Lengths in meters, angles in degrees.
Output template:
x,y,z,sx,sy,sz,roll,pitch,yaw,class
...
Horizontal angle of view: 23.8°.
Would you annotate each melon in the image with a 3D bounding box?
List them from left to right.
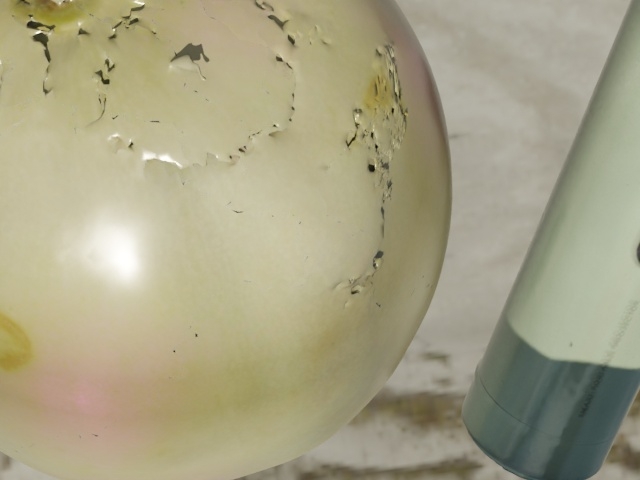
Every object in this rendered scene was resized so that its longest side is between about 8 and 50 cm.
x,y,z,sx,sy,sz,roll,pitch,yaw,class
-0.061,-0.016,0.578,0.223,0.223,0.317,-9,161,-2,melon

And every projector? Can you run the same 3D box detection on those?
x,y,z,sx,sy,sz,roll,pitch,yaw,class
0.191,-0.003,0.962,0.108,0.337,0.108,14,-150,-8,projector
